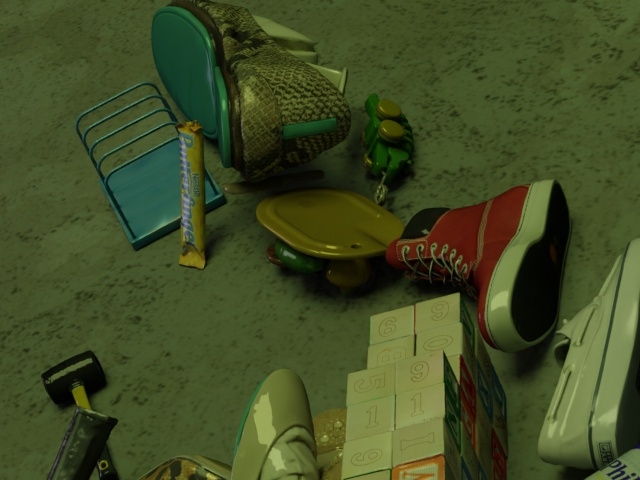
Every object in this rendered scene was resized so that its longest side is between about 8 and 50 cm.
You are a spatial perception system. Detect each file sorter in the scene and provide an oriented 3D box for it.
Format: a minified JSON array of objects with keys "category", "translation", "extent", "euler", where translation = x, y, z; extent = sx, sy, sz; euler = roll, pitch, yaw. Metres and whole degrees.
[{"category":"file sorter","translation":[-0.201,-0.093,2.270],"extent":[0.118,0.104,0.170],"euler":[-28,33,-5]}]

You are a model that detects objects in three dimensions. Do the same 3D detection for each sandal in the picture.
[{"category":"sandal","translation":[0.021,0.207,1.716],"extent":[0.088,0.079,0.240],"euler":[-9,33,-2]}]

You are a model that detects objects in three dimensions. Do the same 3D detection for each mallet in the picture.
[{"category":"mallet","translation":[-0.241,0.183,1.980],"extent":[0.062,0.039,0.190],"euler":[-22,37,3]}]

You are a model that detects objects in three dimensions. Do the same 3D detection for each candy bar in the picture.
[{"category":"candy bar","translation":[-0.141,-0.051,2.148],"extent":[0.040,0.161,0.018],"euler":[7,11,44]}]

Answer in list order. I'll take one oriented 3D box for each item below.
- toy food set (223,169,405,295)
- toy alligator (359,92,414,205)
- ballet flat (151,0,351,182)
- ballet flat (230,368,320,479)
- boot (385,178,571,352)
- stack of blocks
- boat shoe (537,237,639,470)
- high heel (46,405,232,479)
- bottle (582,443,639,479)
[{"category":"toy food set","translation":[0.000,0.000,2.054],"extent":[0.128,0.071,0.218],"euler":[-13,28,-27]},{"category":"toy alligator","translation":[0.079,-0.094,2.143],"extent":[0.051,0.056,0.190],"euler":[15,37,-16]},{"category":"ballet flat","translation":[-0.066,-0.177,2.250],"extent":[0.182,0.164,0.483],"euler":[-7,19,-13]},{"category":"ballet flat","translation":[-0.042,0.232,1.679],"extent":[0.086,0.086,0.248],"euler":[8,75,41]},{"category":"boot","translation":[0.137,0.036,1.890],"extent":[0.176,0.088,0.244],"euler":[-11,28,21]},{"category":"stack of blocks","translation":[0.090,0.175,1.645],"extent":[0.087,0.171,0.297],"euler":[-15,34,15]},{"category":"boat shoe","translation":[0.245,0.092,1.727],"extent":[0.084,0.095,0.258],"euler":[-2,38,24]},{"category":"high heel","translation":[-0.148,0.278,1.781],"extent":[0.261,0.093,0.186],"euler":[20,84,23]},{"category":"bottle","translation":[0.279,0.207,1.545],"extent":[0.283,0.092,0.118],"euler":[-31,32,-8]}]
